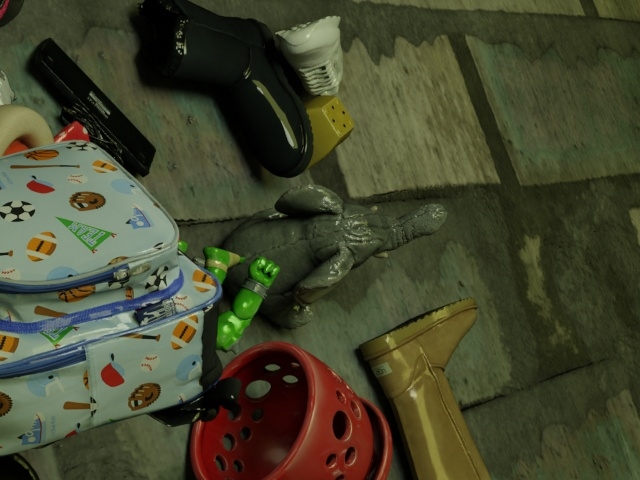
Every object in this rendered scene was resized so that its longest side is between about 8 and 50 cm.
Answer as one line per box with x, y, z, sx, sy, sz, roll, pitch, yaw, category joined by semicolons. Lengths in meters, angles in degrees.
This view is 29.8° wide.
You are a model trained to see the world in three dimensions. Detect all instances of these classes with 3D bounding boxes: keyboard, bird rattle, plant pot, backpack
-0.276;-0.148;1.428;0.192;0.038;0.100;47;20;-19;keyboard
-0.299;-0.042;1.203;0.253;0.143;0.207;-59;160;-33;bird rattle
-0.002;-0.157;1.680;0.081;0.083;0.081;58;40;-10;plant pot
-0.027;0.236;1.379;0.174;0.191;0.191;39;46;-37;plant pot
-0.240;0.054;1.010;0.263;0.276;0.213;-25;130;-26;backpack

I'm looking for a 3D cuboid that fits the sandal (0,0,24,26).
-0.385;-0.264;1.349;0.067;0.040;0.179;53;41;-14;sandal

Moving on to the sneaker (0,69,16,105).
-0.375;-0.179;1.324;0.098;0.038;0.069;50;39;-31;sneaker

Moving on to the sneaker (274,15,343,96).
-0.004;-0.252;1.667;0.235;0.090;0.095;-20;100;-80;sneaker

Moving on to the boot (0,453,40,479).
-0.333;0.230;0.972;0.348;0.260;0.131;8;81;-43;boot

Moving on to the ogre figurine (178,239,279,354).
-0.155;0.062;1.383;0.197;0.097;0.118;15;77;-30;ogre figurine

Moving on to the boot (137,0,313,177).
-0.128;-0.199;1.553;0.207;0.094;0.247;4;61;-50;boot

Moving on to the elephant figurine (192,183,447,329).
0.000;0.000;1.480;0.169;0.239;0.186;50;42;-18;elephant figurine

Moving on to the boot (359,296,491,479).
0.178;0.235;1.685;0.236;0.089;0.270;-21;87;-40;boot
